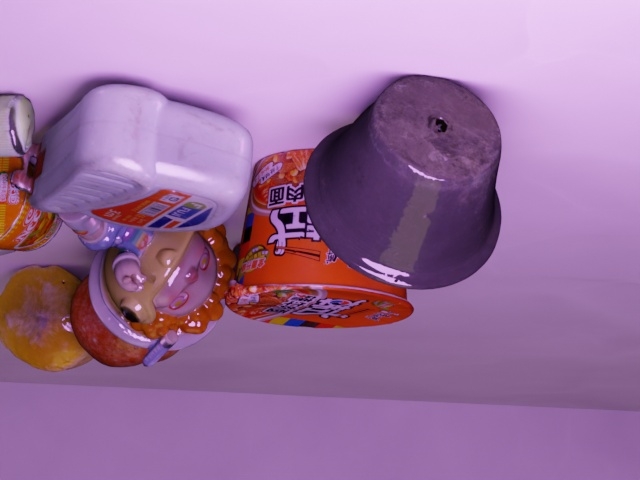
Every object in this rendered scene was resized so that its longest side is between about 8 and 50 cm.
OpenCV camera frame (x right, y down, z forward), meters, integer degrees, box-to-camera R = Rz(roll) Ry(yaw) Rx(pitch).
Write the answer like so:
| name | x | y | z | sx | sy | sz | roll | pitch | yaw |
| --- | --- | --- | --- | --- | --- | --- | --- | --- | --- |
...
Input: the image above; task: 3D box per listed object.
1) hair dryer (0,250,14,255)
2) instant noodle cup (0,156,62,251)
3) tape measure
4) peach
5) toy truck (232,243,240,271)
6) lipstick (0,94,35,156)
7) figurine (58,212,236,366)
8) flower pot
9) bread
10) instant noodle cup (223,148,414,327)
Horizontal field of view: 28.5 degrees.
| name | x | y | z | sx | sy | sz | roll | pitch | yaw |
| --- | --- | --- | --- | --- | --- | --- | --- | --- | --- |
| hair dryer | -0.599 | -0.012 | 1.969 | 0.229 | 0.092 | 0.267 | -4 | 156 | -5 |
| instant noodle cup | -0.423 | -0.053 | 1.642 | 0.169 | 0.168 | 0.185 | -1 | 171 | 11 |
| tape measure | -0.211 | -0.095 | 1.485 | 0.246 | 0.125 | 0.243 | 12 | 164 | -26 |
| peach | -0.312 | 0.107 | 2.157 | 0.233 | 0.232 | 0.232 | 2 | 165 | 1 |
| toy truck | -0.026 | 0.071 | 2.092 | 0.253 | 0.107 | 0.114 | 3 | 164 | -3 |
| lipstick | -0.486 | -0.132 | 1.481 | 0.304 | 0.076 | 0.076 | -1 | 164 | 10 |
| figurine | -0.261 | -0.006 | 1.828 | 0.205 | 0.224 | 0.381 | 19 | 148 | 27 |
| flower pot | 0.109 | -0.083 | 1.377 | 0.235 | 0.235 | 0.148 | 6 | 144 | -12 |
| bread | -0.485 | 0.144 | 2.309 | 0.197 | 0.197 | 0.170 | -1 | 175 | 12 |
| instant noodle cup | 0.000 | 0.000 | 1.671 | 0.251 | 0.192 | 0.250 | 2 | 164 | 0 |
